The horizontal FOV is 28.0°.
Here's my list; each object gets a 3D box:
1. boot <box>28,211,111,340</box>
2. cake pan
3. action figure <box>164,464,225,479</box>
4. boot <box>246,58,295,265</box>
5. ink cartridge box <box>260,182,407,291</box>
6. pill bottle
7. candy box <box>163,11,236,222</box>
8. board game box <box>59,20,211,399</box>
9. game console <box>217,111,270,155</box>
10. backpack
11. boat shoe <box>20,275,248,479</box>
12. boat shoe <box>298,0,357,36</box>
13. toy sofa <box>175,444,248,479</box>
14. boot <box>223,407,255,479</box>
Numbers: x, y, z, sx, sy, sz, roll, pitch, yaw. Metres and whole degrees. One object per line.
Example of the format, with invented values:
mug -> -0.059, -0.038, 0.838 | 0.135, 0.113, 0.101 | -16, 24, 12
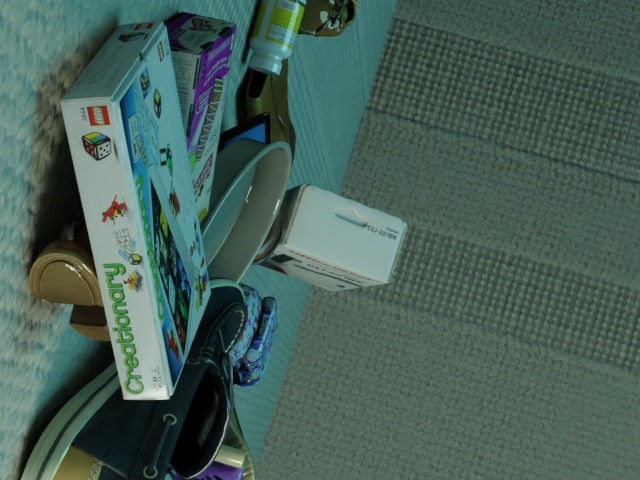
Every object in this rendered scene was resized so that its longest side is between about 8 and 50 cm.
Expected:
boot -> -0.221, -0.004, 1.240 | 0.197, 0.073, 0.152 | 88, 11, -67
cake pan -> -0.135, -0.015, 1.738 | 0.293, 0.054, 0.293 | -57, 167, -20
action figure -> -0.229, 0.348, 1.757 | 0.275, 0.141, 0.164 | 44, 68, -54
boot -> -0.086, -0.132, 1.974 | 0.280, 0.096, 0.264 | 94, 16, -56
ink cartridge box -> 0.000, 0.000, 2.197 | 0.273, 0.197, 0.114 | 163, -54, -70
pill bottle -> -0.066, -0.300, 1.844 | 0.065, 0.065, 0.116 | 29, 77, -84
candy box -> -0.158, -0.117, 1.401 | 0.159, 0.071, 0.233 | -63, 166, -66
board game box -> -0.165, -0.030, 1.207 | 0.193, 0.053, 0.305 | -75, 161, -61
game console -> -0.113, -0.095, 1.811 | 0.144, 0.085, 0.124 | 93, -3, -64
backpack -> -0.139, 0.141, 2.107 | 0.173, 0.117, 0.158 | 91, 15, -57
boat shoe -> -0.176, 0.196, 1.513 | 0.500, 0.156, 0.187 | -52, 164, -64
boat shoe -> -0.003, -0.377, 2.025 | 0.307, 0.104, 0.111 | -56, 161, -71
toy sofa -> -0.233, 0.477, 1.952 | 0.177, 0.150, 0.362 | 83, 24, -78
boot -> -0.163, 0.354, 2.205 | 0.207, 0.090, 0.248 | 90, -15, -81
